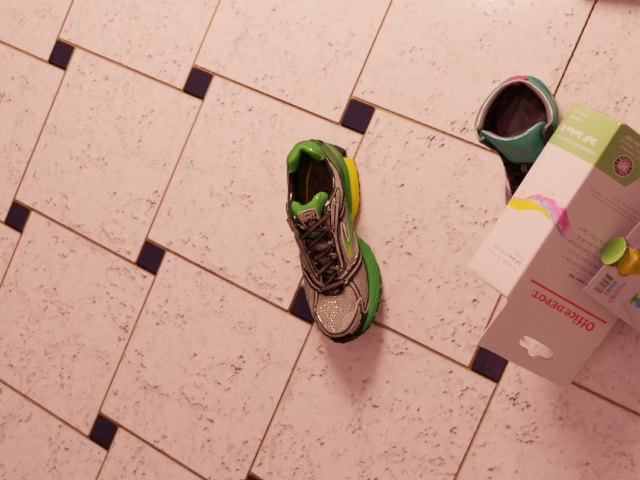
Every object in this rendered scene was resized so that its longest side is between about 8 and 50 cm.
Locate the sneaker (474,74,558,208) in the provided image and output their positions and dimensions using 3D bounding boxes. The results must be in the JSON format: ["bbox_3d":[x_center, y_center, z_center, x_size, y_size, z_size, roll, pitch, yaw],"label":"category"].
[{"bbox_3d":[0.307,-0.114,1.515,0.123,0.178,0.296,-11,79,24],"label":"sneaker"}]

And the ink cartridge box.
[{"bbox_3d":[0.356,0.012,1.450,0.353,0.207,0.119,-57,31,7],"label":"ink cartridge box"}]

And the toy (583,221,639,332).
[{"bbox_3d":[0.478,0.066,1.425,0.137,0.237,0.056,-52,27,10],"label":"toy"}]

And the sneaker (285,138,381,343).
[{"bbox_3d":[0.000,0.000,1.664,0.134,0.146,0.344,-17,77,22],"label":"sneaker"}]
